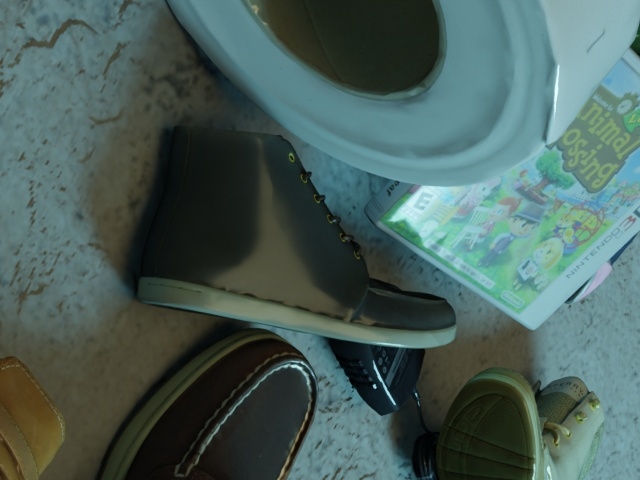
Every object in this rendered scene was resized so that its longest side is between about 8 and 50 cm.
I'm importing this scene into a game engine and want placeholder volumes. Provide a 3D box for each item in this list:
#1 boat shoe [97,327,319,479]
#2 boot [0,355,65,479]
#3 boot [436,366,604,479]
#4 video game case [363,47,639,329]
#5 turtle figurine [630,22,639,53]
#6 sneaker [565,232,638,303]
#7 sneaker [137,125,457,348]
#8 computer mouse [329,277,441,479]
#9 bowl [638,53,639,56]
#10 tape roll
[{"bbox_3d":[-0.083,0.204,0.982,0.342,0.123,0.123,-53,132,-26],"label":"boat shoe"},{"bbox_3d":[-0.255,0.063,0.769,0.283,0.109,0.220,42,34,-4],"label":"boot"},{"bbox_3d":[0.158,0.148,1.250,0.165,0.077,0.213,-48,142,-43],"label":"boot"},{"bbox_3d":[0.157,-0.043,1.114,0.193,0.023,0.212,-45,138,12],"label":"video game case"},{"bbox_3d":[0.162,-0.147,1.131,0.234,0.175,0.118,20,50,-31],"label":"turtle figurine"},{"bbox_3d":[0.125,-0.035,1.179,0.319,0.112,0.131,19,97,-42],"label":"sneaker"},{"bbox_3d":[0.000,0.000,1.033,0.222,0.083,0.118,12,86,-31],"label":"sneaker"},{"bbox_3d":[0.058,0.113,1.192,0.071,0.041,0.242,-62,142,-35],"label":"computer mouse"},{"bbox_3d":[0.255,-0.302,1.289,0.391,0.077,0.391,-12,106,-46],"label":"bowl"},{"bbox_3d":[0.033,-0.164,0.914,0.100,0.286,0.286,-50,130,-30],"label":"tape roll"}]
